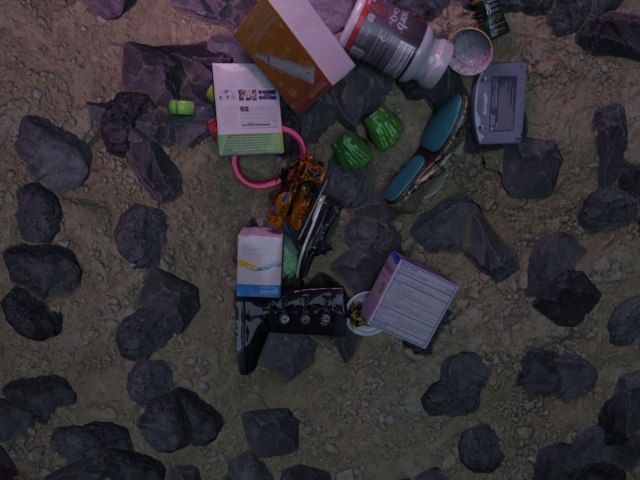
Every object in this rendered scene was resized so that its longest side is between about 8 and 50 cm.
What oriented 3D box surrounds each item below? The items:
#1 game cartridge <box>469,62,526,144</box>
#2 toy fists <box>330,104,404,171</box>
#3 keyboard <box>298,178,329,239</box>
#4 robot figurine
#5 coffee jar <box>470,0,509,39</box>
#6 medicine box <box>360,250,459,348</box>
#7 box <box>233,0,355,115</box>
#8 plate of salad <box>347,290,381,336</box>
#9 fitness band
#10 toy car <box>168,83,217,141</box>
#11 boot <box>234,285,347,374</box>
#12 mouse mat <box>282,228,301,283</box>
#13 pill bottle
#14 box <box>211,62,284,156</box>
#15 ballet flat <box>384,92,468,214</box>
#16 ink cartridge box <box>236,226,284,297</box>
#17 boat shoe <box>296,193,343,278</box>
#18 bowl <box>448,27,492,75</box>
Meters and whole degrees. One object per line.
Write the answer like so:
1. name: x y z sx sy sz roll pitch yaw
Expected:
1. game cartridge: 0.666 -0.512 1.788 0.196 0.060 0.294 -3 104 -6
2. toy fists: 0.179 -0.369 1.773 0.279 0.096 0.142 -36 93 7
3. keyboard: -0.026 -0.121 1.829 0.014 0.072 0.256 25 101 -4
4. robot figurine: -0.081 -0.181 1.765 0.211 0.085 0.291 5 118 -48
5. coffee jar: 0.602 -0.815 1.697 0.096 0.079 0.184 -23 103 2
6. medicine box: 0.344 0.231 1.861 0.263 0.149 0.289 25 97 -11
7. box: -0.087 -0.642 1.602 0.345 0.168 0.215 50 141 -12
8. plate of salad: 0.197 0.307 1.959 0.199 0.048 0.200 -1 104 -3
9. fitness band: -0.192 -0.312 1.787 0.290 0.054 0.209 -22 101 1
10. toy car: -0.444 -0.477 1.727 0.224 0.053 0.239 2 103 -4
11. boot: -0.113 0.362 1.914 0.444 0.146 0.367 -2 105 -7
12. mouse mat: -0.155 0.066 1.900 0.152 0.007 0.190 -35 104 5
13. pill bottle: 0.259 -0.681 1.642 0.362 0.210 0.210 24 101 -9
14. box: -0.259 -0.463 1.689 0.232 0.058 0.322 -4 91 -13
15. ballet flat: 0.430 -0.307 1.788 0.182 0.164 0.483 23 108 -30
16. ink cartridge box: -0.227 0.078 1.807 0.168 0.171 0.233 3 104 -3
17. boat shoe: 0.000 -0.001 1.833 0.113 0.127 0.340 19 92 2
18. bowl: 0.545 -0.691 1.709 0.170 0.080 0.170 23 140 21
